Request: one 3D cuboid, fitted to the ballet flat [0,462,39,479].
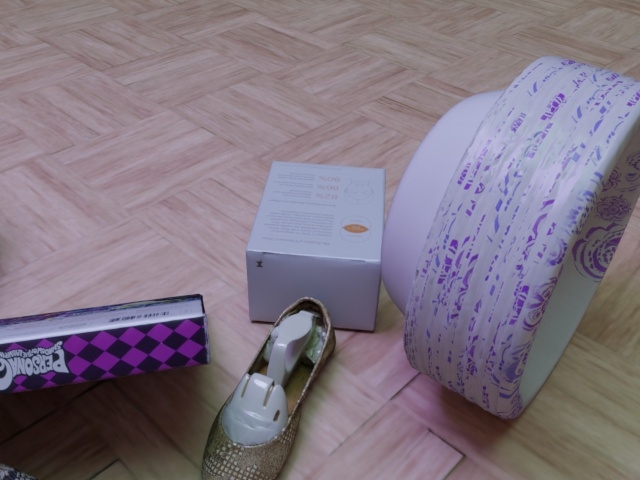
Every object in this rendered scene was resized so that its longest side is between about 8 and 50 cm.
[{"bbox_3d":[-0.372,0.151,0.334,0.483,0.182,0.164,7,42,-13],"label":"ballet flat"}]

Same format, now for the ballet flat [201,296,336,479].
[{"bbox_3d":[-0.042,0.120,0.549,0.073,0.067,0.206,11,39,13],"label":"ballet flat"}]

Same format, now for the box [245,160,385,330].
[{"bbox_3d":[0.000,0.000,0.688,0.130,0.091,0.170,5,37,4],"label":"box"}]

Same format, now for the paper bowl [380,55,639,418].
[{"bbox_3d":[0.158,-0.010,0.550,0.148,0.284,0.284,27,44,29],"label":"paper bowl"}]

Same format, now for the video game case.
[{"bbox_3d":[-0.207,0.081,0.523,0.232,0.041,0.210,-7,1,-12],"label":"video game case"}]
